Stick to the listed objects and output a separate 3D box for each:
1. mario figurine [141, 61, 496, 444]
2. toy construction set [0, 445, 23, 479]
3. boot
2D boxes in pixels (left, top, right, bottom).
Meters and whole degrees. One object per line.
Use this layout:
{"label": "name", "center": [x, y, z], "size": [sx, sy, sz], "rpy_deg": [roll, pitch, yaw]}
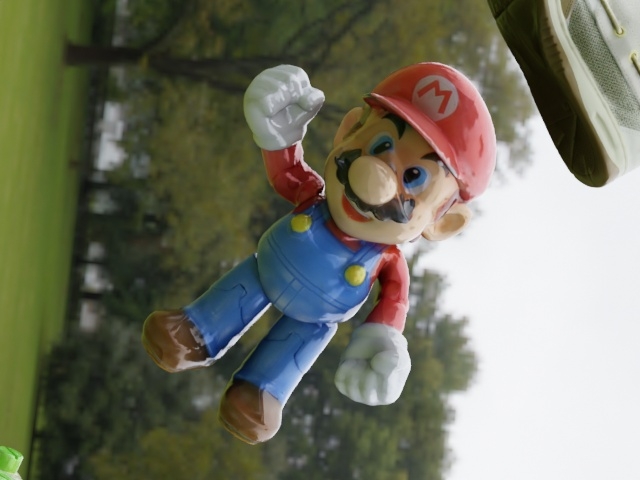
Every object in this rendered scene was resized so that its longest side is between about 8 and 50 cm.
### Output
{"label": "mario figurine", "center": [0.000, 0.000, 1.055], "size": [0.320, 0.198, 0.170], "rpy_deg": [-50, -150, 14]}
{"label": "toy construction set", "center": [-0.273, 0.333, 1.473], "size": [0.151, 0.328, 0.215], "rpy_deg": [-50, 171, 3]}
{"label": "boot", "center": [0.205, -0.161, 0.937], "size": [0.213, 0.165, 0.077], "rpy_deg": [67, -17, -4]}
